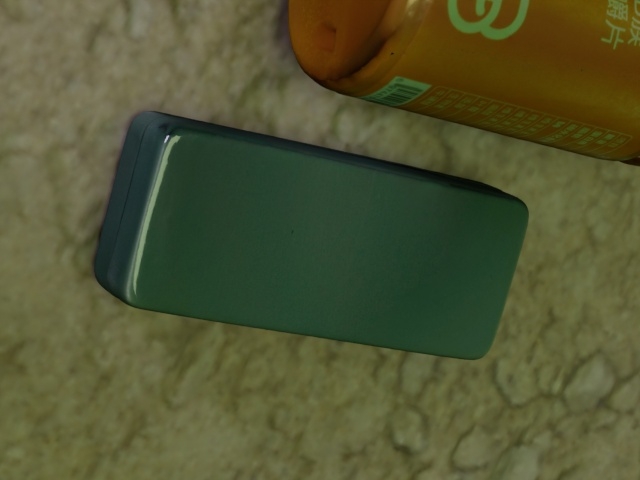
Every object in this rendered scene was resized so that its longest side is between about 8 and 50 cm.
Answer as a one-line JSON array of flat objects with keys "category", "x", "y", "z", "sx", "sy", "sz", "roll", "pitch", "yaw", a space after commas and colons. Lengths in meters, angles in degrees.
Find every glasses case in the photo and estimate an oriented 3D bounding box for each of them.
[{"category": "glasses case", "x": 0.000, "y": 0.000, "z": 0.702, "sx": 0.184, "sy": 0.039, "sz": 0.078, "roll": 11, "pitch": 99, "yaw": -31}]

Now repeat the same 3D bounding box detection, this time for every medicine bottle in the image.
[{"category": "medicine bottle", "x": 0.089, "y": -0.089, "z": 0.692, "sx": 0.191, "sy": 0.096, "sz": 0.096, "roll": 12, "pitch": 98, "yaw": -30}]
